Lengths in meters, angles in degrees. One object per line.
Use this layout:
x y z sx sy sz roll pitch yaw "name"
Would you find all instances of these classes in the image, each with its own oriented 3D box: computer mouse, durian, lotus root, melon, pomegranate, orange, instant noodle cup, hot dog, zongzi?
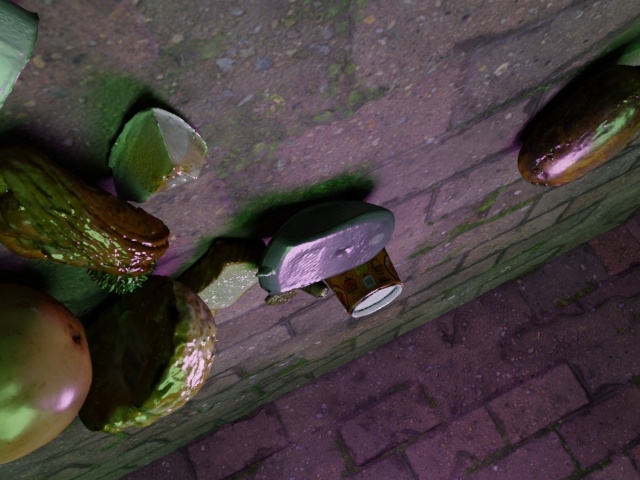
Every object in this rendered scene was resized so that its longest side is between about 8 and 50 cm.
0.000 0.000 1.251 0.371 0.122 0.188 -20 143 -32 "computer mouse"
-0.345 0.044 1.001 0.137 0.095 0.221 -18 162 -21 "durian"
0.644 -0.269 1.354 0.196 0.179 0.397 -10 153 -42 "lotus root"
-0.221 -0.112 0.813 0.139 0.093 0.202 -18 164 -41 "melon"
-0.538 0.220 0.901 0.319 0.319 0.319 -24 158 -11 "pomegranate"
-0.342 0.237 1.133 0.368 0.271 0.210 -31 141 25 "orange"
0.114 0.097 1.542 0.216 0.172 0.216 -25 157 -11 "instant noodle cup"
-0.338 -0.025 0.768 0.196 0.122 0.272 3 163 23 "hot dog"
-0.018 0.132 1.563 0.052 0.104 0.113 -55 162 -9 "zongzi"

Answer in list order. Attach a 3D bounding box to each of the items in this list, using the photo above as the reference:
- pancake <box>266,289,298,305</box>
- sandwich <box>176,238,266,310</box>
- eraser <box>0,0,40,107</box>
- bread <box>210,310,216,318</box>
-0.110 0.164 1.631 0.108 0.017 0.108 -22 160 -9 "pancake"
-0.221 0.082 1.261 0.214 0.065 0.186 -39 156 25 "sandwich"
-0.380 -0.176 0.460 0.174 0.081 0.227 -54 151 7 "eraser"
-0.323 0.199 1.407 0.103 0.065 0.187 -18 158 -38 "bread"
